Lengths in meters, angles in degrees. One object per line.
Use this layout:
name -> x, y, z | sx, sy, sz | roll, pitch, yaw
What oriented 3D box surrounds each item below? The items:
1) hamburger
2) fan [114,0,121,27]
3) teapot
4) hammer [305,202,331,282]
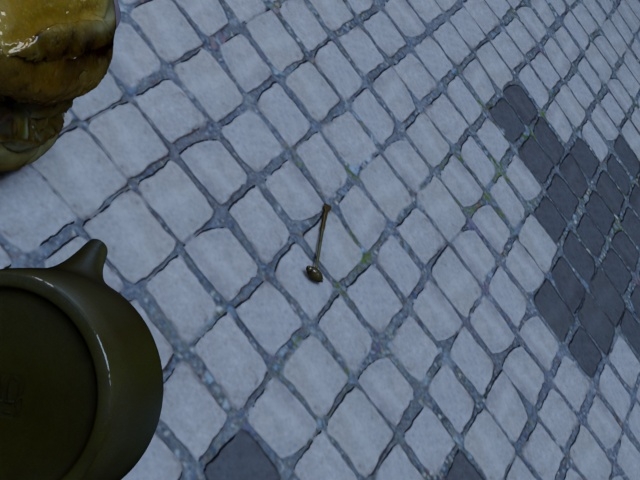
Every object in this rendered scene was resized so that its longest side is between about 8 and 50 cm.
hamburger -> -0.305, -0.190, 0.841 | 0.244, 0.163, 0.244 | 34, 33, -26
fan -> -0.279, -0.338, 1.054 | 0.130, 0.074, 0.244 | -4, 74, -59
teapot -> -0.212, 0.129, 0.760 | 0.175, 0.185, 0.268 | 18, 82, -74
hammer -> 0.000, 0.000, 1.175 | 0.029, 0.014, 0.123 | 43, 38, -32
